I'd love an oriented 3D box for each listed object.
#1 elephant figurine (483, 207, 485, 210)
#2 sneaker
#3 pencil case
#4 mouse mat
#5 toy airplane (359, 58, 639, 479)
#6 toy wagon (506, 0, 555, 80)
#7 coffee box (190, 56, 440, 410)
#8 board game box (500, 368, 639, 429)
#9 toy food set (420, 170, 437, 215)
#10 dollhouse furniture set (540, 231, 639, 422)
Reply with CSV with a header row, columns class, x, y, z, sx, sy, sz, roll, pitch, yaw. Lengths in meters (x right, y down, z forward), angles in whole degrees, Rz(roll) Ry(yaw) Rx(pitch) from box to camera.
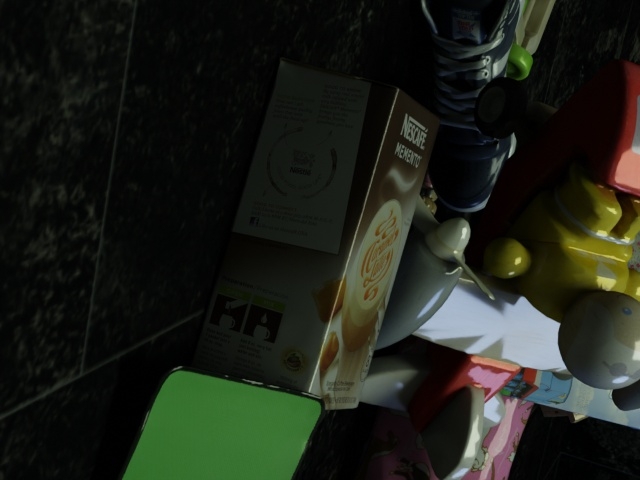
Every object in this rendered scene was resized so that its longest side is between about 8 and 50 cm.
class,x,y,z,sx,sy,sz,roll,pitch,yaw
elephant figurine,0.272,0.064,1.805,0.169,0.186,0.239,28,67,-53
sneaker,0.144,-0.166,1.355,0.153,0.099,0.282,-15,112,-75
pencil case,0.140,0.197,1.543,0.160,0.167,0.386,28,78,-50
mouse mat,-0.084,0.181,0.956,0.153,0.007,0.189,19,97,-42
toy airplane,0.197,0.068,1.274,0.386,0.272,0.384,-27,124,-11
toy wagon,0.233,-0.354,1.525,0.344,0.068,0.267,68,41,-62
coffee box,0.000,0.000,1.066,0.141,0.098,0.246,16,90,-71
board game box,0.278,0.106,1.495,0.039,0.212,0.160,179,-75,-68
toy food set,0.126,-0.064,1.521,0.122,0.019,0.078,-52,152,-49
dollhouse furniture set,0.411,0.021,1.690,0.356,0.174,0.303,-18,89,-26
